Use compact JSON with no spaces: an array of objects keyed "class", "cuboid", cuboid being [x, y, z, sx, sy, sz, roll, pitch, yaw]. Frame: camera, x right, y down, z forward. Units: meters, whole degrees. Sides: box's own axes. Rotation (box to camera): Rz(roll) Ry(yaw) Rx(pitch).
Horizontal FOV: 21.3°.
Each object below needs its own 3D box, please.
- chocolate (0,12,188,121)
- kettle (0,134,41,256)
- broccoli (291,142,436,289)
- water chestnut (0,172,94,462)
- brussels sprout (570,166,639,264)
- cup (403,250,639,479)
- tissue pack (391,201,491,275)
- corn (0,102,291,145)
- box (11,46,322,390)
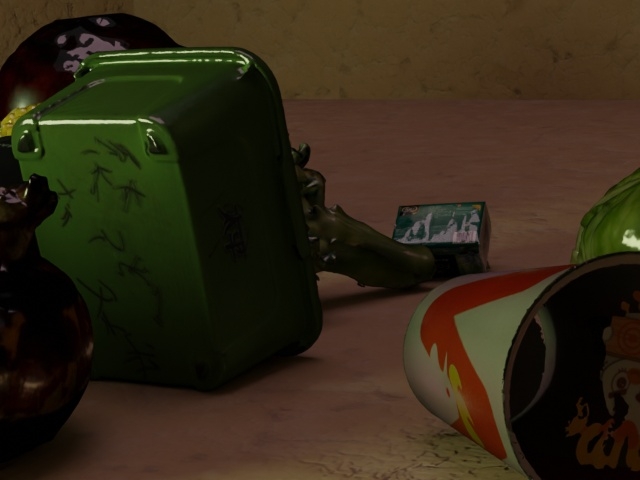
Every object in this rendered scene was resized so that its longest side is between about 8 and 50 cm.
[{"class":"chocolate","cuboid":[-0.317,-0.158,2.455,0.384,0.331,0.383,-7,9,1]},{"class":"kettle","cuboid":[-0.446,-0.010,2.013,0.262,0.203,0.308,27,22,12]},{"class":"broccoli","cuboid":[-0.012,-0.015,1.977,0.275,0.198,0.177,-5,-37,-41]},{"class":"water chestnut","cuboid":[-0.322,0.058,1.458,0.300,0.300,0.300,-4,11,1]},{"class":"brussels sprout","cuboid":[0.349,0.015,1.615,0.219,0.210,0.271,-38,16,-31]},{"class":"cup","cuboid":[0.174,0.101,1.320,0.203,0.203,0.288,-8,5,-16]},{"class":"tissue pack","cuboid":[0.151,0.006,2.083,0.111,0.079,0.085,-3,42,16]},{"class":"corn","cuboid":[-0.231,-0.116,2.208,0.387,0.144,0.144,-3,10,-6]},{"class":"box","cuboid":[-0.160,-0.016,1.687,0.253,0.328,0.178,2,21,34]}]
